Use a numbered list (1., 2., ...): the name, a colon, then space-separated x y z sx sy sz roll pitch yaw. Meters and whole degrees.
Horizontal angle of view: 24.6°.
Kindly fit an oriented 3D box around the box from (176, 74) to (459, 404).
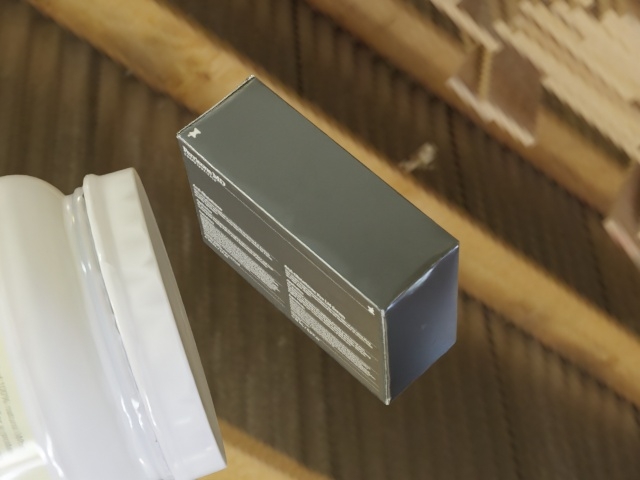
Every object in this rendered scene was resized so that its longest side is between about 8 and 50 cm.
1. box: 0.000 0.000 1.336 0.261 0.103 0.184 41 161 24

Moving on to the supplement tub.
1. supplement tub: -0.241 0.096 0.909 0.235 0.324 0.235 163 90 -87
